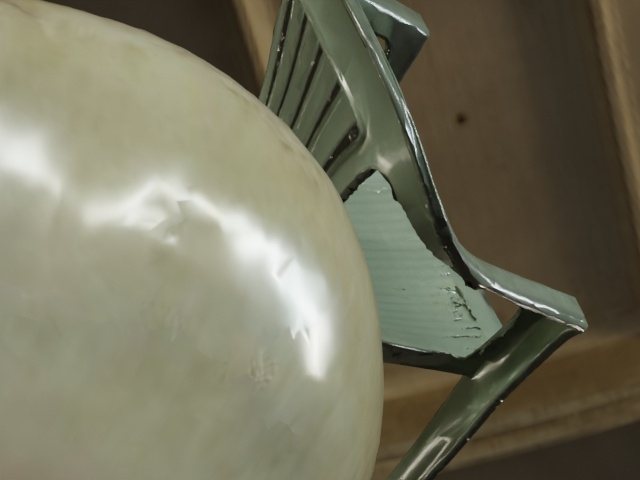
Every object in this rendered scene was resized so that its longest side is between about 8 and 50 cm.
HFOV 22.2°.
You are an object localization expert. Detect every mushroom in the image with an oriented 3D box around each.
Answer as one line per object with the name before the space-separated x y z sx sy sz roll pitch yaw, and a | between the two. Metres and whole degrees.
mushroom | -0.114 0.035 0.477 0.260 0.234 0.254 1 -55 -2

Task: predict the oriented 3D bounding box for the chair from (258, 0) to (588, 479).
chair | 0.000 0.000 0.770 0.190 0.203 0.275 11 -49 -40
